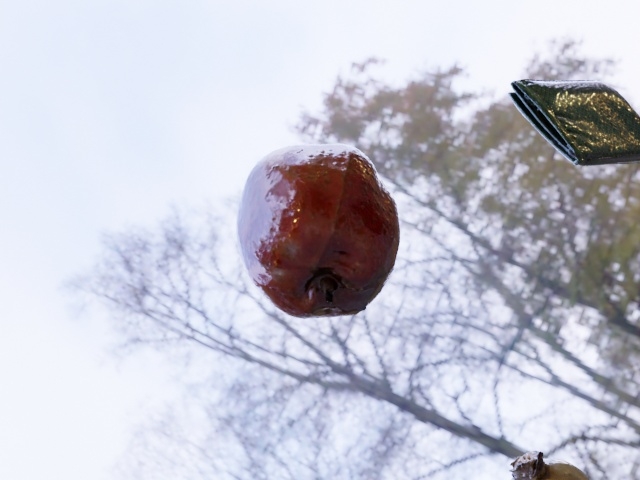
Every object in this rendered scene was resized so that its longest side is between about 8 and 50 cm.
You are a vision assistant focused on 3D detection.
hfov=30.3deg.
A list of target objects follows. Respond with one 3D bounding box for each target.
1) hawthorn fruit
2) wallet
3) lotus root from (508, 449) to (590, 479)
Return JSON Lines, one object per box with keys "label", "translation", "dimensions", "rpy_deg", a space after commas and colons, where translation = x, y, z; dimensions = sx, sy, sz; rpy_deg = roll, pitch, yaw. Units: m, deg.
{"label": "hawthorn fruit", "translation": [0.000, 0.000, 1.725], "dimensions": [0.254, 0.300, 0.254], "rpy_deg": [-2, -62, -4]}
{"label": "wallet", "translation": [0.382, -0.167, 1.698], "dimensions": [0.236, 0.160, 0.055], "rpy_deg": [-8, -38, -44]}
{"label": "lotus root", "translation": [0.191, 0.218, 0.958], "dimensions": [0.150, 0.073, 0.062], "rpy_deg": [55, -152, -30]}
